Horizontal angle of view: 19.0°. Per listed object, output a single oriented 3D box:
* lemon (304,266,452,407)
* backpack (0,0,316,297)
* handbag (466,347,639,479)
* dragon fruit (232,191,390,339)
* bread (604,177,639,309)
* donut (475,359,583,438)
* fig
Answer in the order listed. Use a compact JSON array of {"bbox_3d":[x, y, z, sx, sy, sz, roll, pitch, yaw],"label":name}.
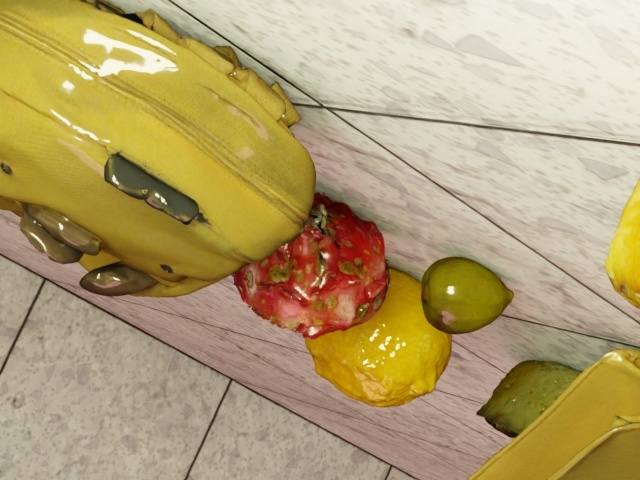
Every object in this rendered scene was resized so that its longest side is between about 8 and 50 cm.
[{"bbox_3d":[0.054,0.095,1.983,0.187,0.142,0.142,39,177,24],"label":"lemon"},{"bbox_3d":[-0.181,-0.076,1.488,0.353,0.201,0.378,29,167,-21],"label":"backpack"},{"bbox_3d":[0.275,0.296,1.950,0.283,0.401,0.133,26,-146,-24],"label":"handbag"},{"bbox_3d":[0.000,0.000,1.773,0.153,0.153,0.111,22,137,12],"label":"dragon fruit"},{"bbox_3d":[0.321,0.050,1.139,0.294,0.132,0.167,28,170,-26],"label":"bread"},{"bbox_3d":[0.307,0.213,2.135,0.272,0.107,0.272,28,174,3],"label":"donut"},{"bbox_3d":[0.136,0.052,1.780,0.088,0.074,0.074,5,176,-16],"label":"fig"}]
